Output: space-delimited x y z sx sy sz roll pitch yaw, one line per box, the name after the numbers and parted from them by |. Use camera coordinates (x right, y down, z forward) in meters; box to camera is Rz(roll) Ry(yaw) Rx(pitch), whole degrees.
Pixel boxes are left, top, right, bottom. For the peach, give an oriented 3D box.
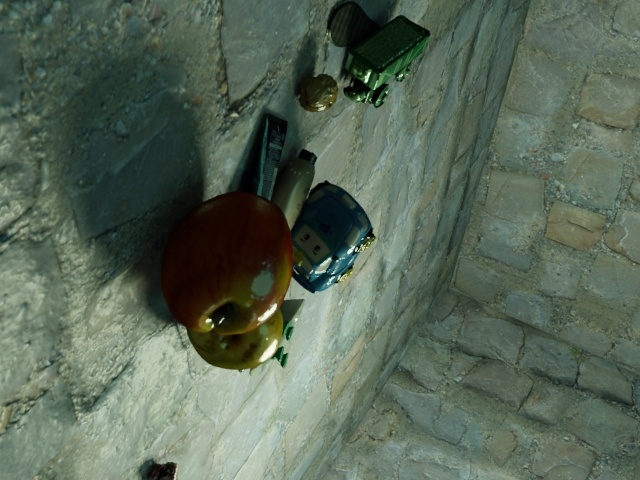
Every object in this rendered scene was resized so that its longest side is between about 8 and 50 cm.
-0.175 0.040 1.400 0.238 0.281 0.280 21 95 -27 | peach

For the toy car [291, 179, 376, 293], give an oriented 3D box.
0.000 0.000 1.810 0.166 0.198 0.314 -35 167 -33 | toy car

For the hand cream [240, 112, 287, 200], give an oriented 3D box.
-0.125 -0.132 1.593 0.120 0.061 0.270 1 108 -71 | hand cream

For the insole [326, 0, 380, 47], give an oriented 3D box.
0.084 -0.495 1.759 0.309 0.012 0.110 -6 118 -67 | insole

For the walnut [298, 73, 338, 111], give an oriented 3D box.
-0.004 -0.325 1.638 0.096 0.082 0.079 -45 -176 -34 | walnut

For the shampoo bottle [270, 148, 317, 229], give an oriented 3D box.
-0.078 -0.091 1.719 0.256 0.078 0.127 -63 171 -3 | shampoo bottle

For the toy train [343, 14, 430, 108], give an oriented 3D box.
0.163 -0.440 1.849 0.269 0.115 0.154 -42 165 -33 | toy train

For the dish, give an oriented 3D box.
-0.132 0.254 1.989 0.234 0.064 0.154 -56 174 -27 | dish

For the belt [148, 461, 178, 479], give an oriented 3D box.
-0.372 0.606 1.823 0.232 0.071 0.053 96 20 -50 | belt

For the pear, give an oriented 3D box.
-0.182 0.174 1.589 0.209 0.209 0.208 -52 157 -33 | pear

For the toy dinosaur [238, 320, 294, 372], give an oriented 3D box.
-0.136 0.217 1.870 0.094 0.153 0.259 72 37 -65 | toy dinosaur
